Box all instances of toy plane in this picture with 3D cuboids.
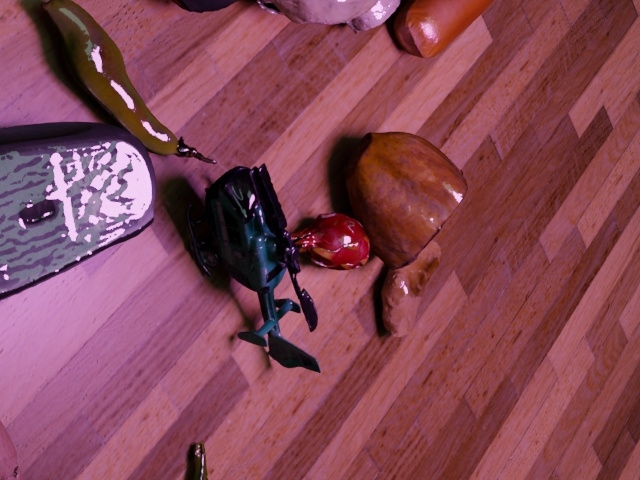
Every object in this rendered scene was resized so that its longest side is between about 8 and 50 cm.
[{"bbox_3d":[-0.089,0.033,1.863,0.106,0.155,0.382,-42,135,-40],"label":"toy plane"}]

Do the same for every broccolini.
[{"bbox_3d":[-0.180,0.386,1.834,0.074,0.058,0.201,33,48,-57],"label":"broccolini"}]

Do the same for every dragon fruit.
[{"bbox_3d":[0.000,0.000,2.004,0.190,0.094,0.094,5,85,-39],"label":"dragon fruit"}]

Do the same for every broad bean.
[{"bbox_3d":[-0.269,-0.200,1.745,0.075,0.067,0.325,-42,125,-5],"label":"broad bean"}]

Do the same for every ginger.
[{"bbox_3d":[0.146,0.072,2.166,0.095,0.069,0.190,43,60,-31],"label":"ginger"}]

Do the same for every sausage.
[{"bbox_3d":[0.223,-0.410,2.250,0.274,0.105,0.105,-46,120,-38],"label":"sausage"}]

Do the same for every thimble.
[{"bbox_3d":[0.071,-0.398,2.084,0.090,0.102,0.115,56,51,-31],"label":"thimble"}]

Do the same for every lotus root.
[{"bbox_3d":[0.115,-0.078,2.091,0.180,0.188,0.199,35,99,-12],"label":"lotus root"}]

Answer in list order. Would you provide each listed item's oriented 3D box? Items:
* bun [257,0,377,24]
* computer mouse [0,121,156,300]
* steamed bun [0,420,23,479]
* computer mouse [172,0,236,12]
[{"bbox_3d":[-0.013,-0.424,1.956,0.239,0.141,0.239,9,65,-20],"label":"bun"},{"bbox_3d":[-0.371,-0.035,1.587,0.374,0.114,0.203,-19,105,-38],"label":"computer mouse"},{"bbox_3d":[-0.450,0.269,1.422,0.251,0.199,0.301,-45,119,-39],"label":"steamed bun"},{"bbox_3d":[-0.201,-0.458,1.782,0.183,0.116,0.323,-52,126,-26],"label":"computer mouse"}]
